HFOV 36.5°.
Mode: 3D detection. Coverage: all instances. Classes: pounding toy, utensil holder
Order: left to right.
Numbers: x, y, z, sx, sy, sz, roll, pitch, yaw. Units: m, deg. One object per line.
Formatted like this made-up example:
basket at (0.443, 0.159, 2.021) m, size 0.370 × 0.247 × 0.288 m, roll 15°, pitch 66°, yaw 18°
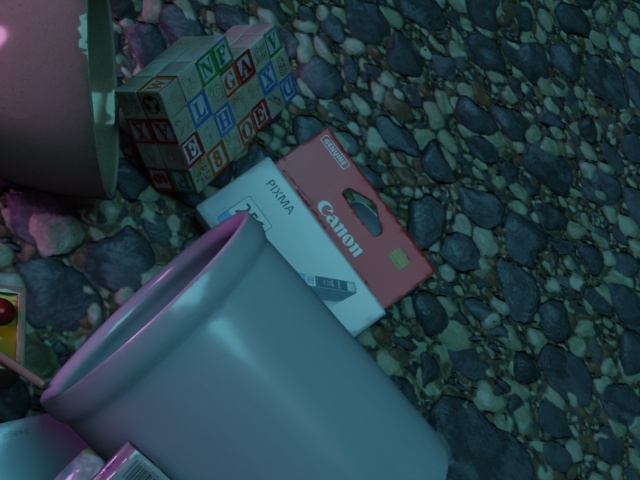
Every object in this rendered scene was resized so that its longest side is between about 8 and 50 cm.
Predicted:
pounding toy at (-0.407, 0.124, 1.174) m, size 0.130 × 0.100 × 0.141 m, roll 8°, pitch 60°, yaw -28°
utensil holder at (-0.079, 0.210, 1.167) m, size 0.385 × 0.327 × 0.327 m, roll 47°, pitch 49°, yaw -11°

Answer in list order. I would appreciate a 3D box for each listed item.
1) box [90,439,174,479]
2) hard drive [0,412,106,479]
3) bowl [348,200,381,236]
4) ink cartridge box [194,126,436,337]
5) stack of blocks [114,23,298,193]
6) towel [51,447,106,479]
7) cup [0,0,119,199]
box at (-0.104, 0.338, 1.006) m, size 0.324 × 0.063 × 0.067 m, roll 45°, pitch 76°, yaw -12°
hard drive at (-0.305, 0.358, 1.146) m, size 0.203 × 0.040 × 0.307 m, roll -8°, pitch 69°, yaw -35°
bowl at (0.057, 0.020, 1.558) m, size 0.142 × 0.053 × 0.142 m, roll 49°, pitch 51°, yaw 1°
ink cartridge box at (0.000, 0.000, 1.464) m, size 0.261 × 0.066 × 0.296 m, roll -36°, pitch 86°, yaw -15°
stack of blocks at (-0.163, -0.226, 1.480) m, size 0.297 × 0.087 × 0.171 m, roll -51°, pitch 135°, yaw -41°
towel at (-0.227, 0.461, 1.028) m, size 0.374 × 0.090 × 0.320 m, roll 46°, pitch 70°, yaw -12°
cup at (-0.399, -0.215, 1.266) m, size 0.237 × 0.331 × 0.331 m, roll -2°, pitch 63°, yaw -6°
